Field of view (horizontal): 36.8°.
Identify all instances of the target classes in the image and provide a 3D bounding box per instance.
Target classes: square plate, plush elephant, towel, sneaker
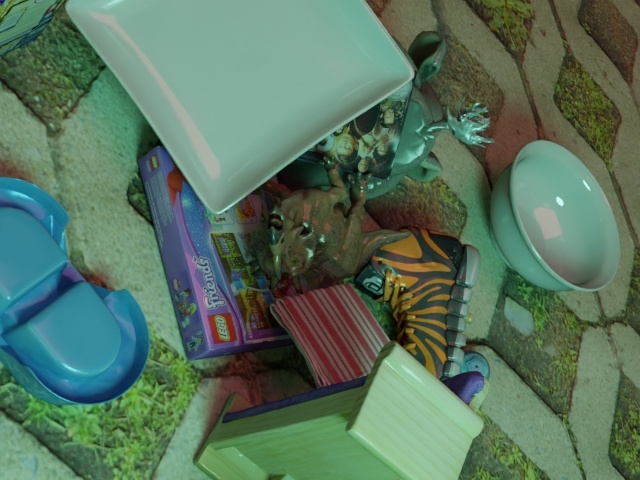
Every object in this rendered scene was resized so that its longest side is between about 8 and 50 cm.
[{"bbox_3d":[-0.104,-0.267,1.303,0.347,0.049,0.344,-36,93,-10],"label":"square plate"},{"bbox_3d":[0.101,-0.204,1.538,0.330,0.255,0.272,6,102,1],"label":"plush elephant"},{"bbox_3d":[0.024,0.132,1.348,0.197,0.029,0.144,-8,61,-56],"label":"towel"},{"bbox_3d":[0.128,0.120,1.481,0.180,0.124,0.321,21,58,-9],"label":"sneaker"}]

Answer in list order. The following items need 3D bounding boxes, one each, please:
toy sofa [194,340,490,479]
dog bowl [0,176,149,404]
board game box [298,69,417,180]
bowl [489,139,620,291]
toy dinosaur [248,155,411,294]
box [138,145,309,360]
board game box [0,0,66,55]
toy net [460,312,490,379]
[{"bbox_3d":[0.019,0.220,1.156,0.150,0.362,0.177,42,54,-17],"label":"toy sofa"},{"bbox_3d":[-0.333,0.068,1.130,0.297,0.074,0.166,53,45,-7],"label":"dog bowl"},{"bbox_3d":[0.002,-0.194,1.390,0.243,0.165,0.042,13,12,0],"label":"board game box"},{"bbox_3d":[0.408,-0.026,1.778,0.298,0.134,0.298,19,58,-34],"label":"bowl"},{"bbox_3d":[0.000,0.000,1.343,0.295,0.127,0.200,24,53,-39],"label":"toy dinosaur"},{"bbox_3d":[-0.126,0.011,1.348,0.201,0.057,0.293,-2,71,-44],"label":"box"},{"bbox_3d":[-0.377,-0.289,1.188,0.045,0.193,0.147,53,45,-7],"label":"board game box"},{"bbox_3d":[0.195,0.142,1.578,0.122,0.045,0.232,-16,75,-15],"label":"toy net"}]
